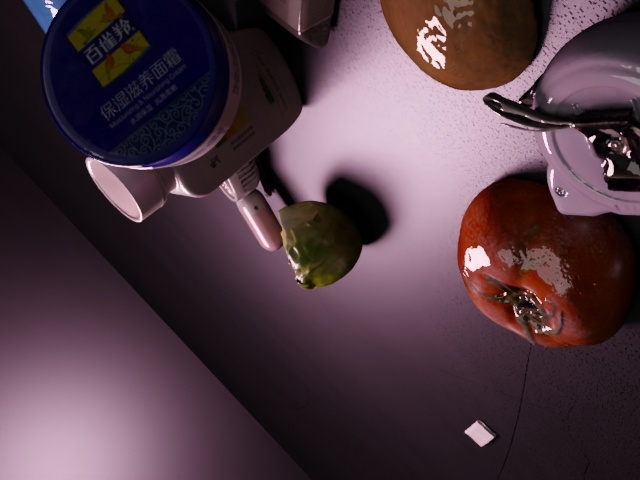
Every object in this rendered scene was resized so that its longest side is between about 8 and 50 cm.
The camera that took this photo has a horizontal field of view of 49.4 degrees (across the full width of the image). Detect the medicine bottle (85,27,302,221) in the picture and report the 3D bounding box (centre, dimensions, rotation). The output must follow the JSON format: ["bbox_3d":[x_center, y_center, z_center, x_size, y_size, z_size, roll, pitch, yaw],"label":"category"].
[{"bbox_3d":[-0.167,-0.156,0.946,0.111,0.296,0.161,13,138,52],"label":"medicine bottle"}]

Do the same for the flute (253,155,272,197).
[{"bbox_3d":[-0.126,-0.176,1.188,0.014,0.014,0.269,26,148,39],"label":"flute"}]

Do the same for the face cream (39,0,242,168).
[{"bbox_3d":[-0.195,-0.183,0.782,0.206,0.206,0.111,46,-170,2],"label":"face cream"}]

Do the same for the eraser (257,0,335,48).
[{"bbox_3d":[-0.023,-0.339,0.724,0.089,0.061,0.351,41,154,19],"label":"eraser"}]

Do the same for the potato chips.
[{"bbox_3d":[0.116,-0.229,0.669,0.195,0.062,0.208,42,157,16],"label":"potato chips"}]

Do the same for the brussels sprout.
[{"bbox_3d":[0.005,0.000,1.124,0.151,0.122,0.149,-106,-2,-57],"label":"brussels sprout"}]

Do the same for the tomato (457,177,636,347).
[{"bbox_3d":[0.251,0.042,0.816,0.237,0.095,0.236,36,153,21],"label":"tomato"}]

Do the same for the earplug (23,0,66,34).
[{"bbox_3d":[-0.417,-0.361,1.255,0.132,0.132,0.272,31,154,32],"label":"earplug"}]

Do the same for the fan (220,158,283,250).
[{"bbox_3d":[-0.136,-0.086,1.232,0.244,0.074,0.130,61,165,-17],"label":"fan"}]

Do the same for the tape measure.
[{"bbox_3d":[0.258,-0.096,0.586,0.178,0.105,0.196,56,155,-18],"label":"tape measure"}]

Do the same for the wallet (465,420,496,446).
[{"bbox_3d":[0.301,0.365,1.314,0.044,0.011,0.083,40,154,14],"label":"wallet"}]
